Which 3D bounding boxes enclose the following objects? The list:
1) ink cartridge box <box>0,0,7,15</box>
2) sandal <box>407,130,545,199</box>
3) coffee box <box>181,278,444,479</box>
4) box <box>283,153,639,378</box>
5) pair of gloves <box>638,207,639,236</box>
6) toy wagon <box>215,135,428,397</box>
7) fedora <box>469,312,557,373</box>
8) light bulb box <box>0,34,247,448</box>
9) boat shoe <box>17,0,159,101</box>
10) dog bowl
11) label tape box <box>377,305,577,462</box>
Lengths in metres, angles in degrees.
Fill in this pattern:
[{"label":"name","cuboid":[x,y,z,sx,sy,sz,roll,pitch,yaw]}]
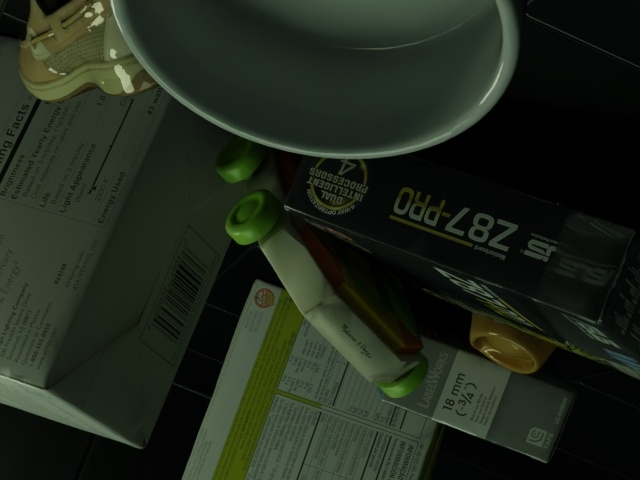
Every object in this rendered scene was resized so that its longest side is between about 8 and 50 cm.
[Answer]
[{"label":"ink cartridge box","cuboid":[-0.476,-0.273,1.400,0.271,0.130,0.309,6,159,47]},{"label":"sandal","cuboid":[0.102,-0.093,1.435,0.254,0.055,0.097,23,175,-32]},{"label":"coffee box","cuboid":[0.012,0.305,2.379,0.334,0.338,0.338,18,165,9]},{"label":"box","cuboid":[0.188,0.026,1.481,0.318,0.097,0.395,19,174,27]},{"label":"pair of gloves","cuboid":[0.410,0.040,1.499,0.240,0.042,0.204,19,165,11]},{"label":"toy wagon","cuboid":[0.000,0.000,1.589,0.267,0.068,0.344,47,-165,-30]},{"label":"fedora","cuboid":[0.229,0.103,1.838,0.194,0.079,0.194,30,166,8]},{"label":"light bulb box","cuboid":[-0.315,-0.011,1.665,0.361,0.358,0.225,14,162,26]},{"label":"boat shoe","cuboid":[-0.197,-0.197,1.371,0.341,0.121,0.110,9,127,61]},{"label":"dog bowl","cuboid":[0.003,-0.174,1.001,0.264,0.104,0.265,9,145,7]},{"label":"label tape box","cuboid":[0.142,0.158,2.003,0.333,0.106,0.240,21,-175,-2]}]
